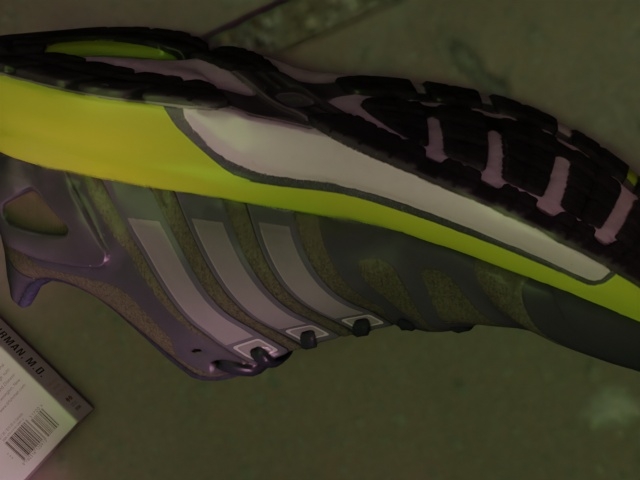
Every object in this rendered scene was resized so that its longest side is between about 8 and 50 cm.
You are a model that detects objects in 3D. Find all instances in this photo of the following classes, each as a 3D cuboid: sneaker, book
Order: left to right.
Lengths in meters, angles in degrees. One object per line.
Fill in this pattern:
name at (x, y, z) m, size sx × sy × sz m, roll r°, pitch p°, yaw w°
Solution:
book at (-0.192, 0.064, 0.554) m, size 0.144 × 0.035 × 0.096 m, roll 45°, pitch 108°, yaw 1°
sneaker at (0.000, 0.000, 0.456) m, size 0.300 × 0.111 × 0.121 m, roll 16°, pitch 118°, yaw 17°
